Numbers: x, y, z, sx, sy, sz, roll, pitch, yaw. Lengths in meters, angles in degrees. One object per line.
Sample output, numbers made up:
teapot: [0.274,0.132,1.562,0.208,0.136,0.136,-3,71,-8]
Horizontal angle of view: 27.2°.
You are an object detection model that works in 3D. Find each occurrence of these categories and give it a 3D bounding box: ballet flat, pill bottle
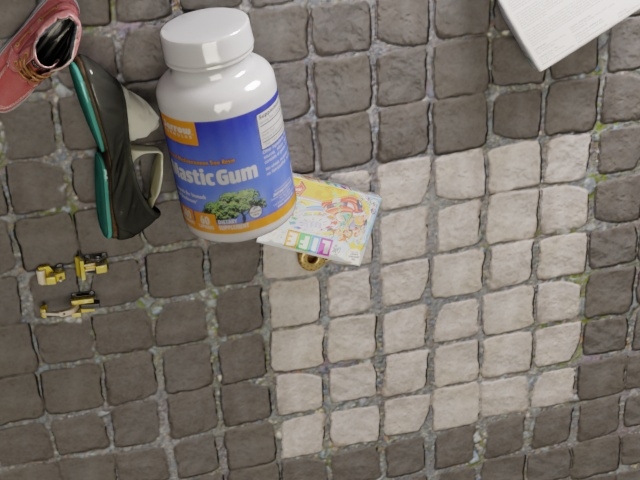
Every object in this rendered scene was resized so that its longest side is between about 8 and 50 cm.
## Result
ballet flat: [-0.254,-0.126,1.692,0.096,0.095,0.280,-18,134,-17]
pill bottle: [-0.123,-0.147,1.673,0.152,0.152,0.272,-15,122,-7]

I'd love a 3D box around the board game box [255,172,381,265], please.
board game box: [-0.004,-0.031,1.830,0.154,0.026,0.103,13,105,-15]

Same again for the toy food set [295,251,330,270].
toy food set: [0.000,0.000,1.874,0.083,0.020,0.082,-21,123,-3]

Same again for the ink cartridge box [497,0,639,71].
ink cartridge box: [0.308,-0.364,1.745,0.181,0.056,0.224,-32,105,4]

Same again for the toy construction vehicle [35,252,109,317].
toy construction vehicle: [-0.336,0.064,1.806,0.098,0.035,0.085,-6,121,-13]

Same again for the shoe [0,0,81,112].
shoe: [-0.351,-0.218,1.607,0.063,0.081,0.178,31,107,-29]
